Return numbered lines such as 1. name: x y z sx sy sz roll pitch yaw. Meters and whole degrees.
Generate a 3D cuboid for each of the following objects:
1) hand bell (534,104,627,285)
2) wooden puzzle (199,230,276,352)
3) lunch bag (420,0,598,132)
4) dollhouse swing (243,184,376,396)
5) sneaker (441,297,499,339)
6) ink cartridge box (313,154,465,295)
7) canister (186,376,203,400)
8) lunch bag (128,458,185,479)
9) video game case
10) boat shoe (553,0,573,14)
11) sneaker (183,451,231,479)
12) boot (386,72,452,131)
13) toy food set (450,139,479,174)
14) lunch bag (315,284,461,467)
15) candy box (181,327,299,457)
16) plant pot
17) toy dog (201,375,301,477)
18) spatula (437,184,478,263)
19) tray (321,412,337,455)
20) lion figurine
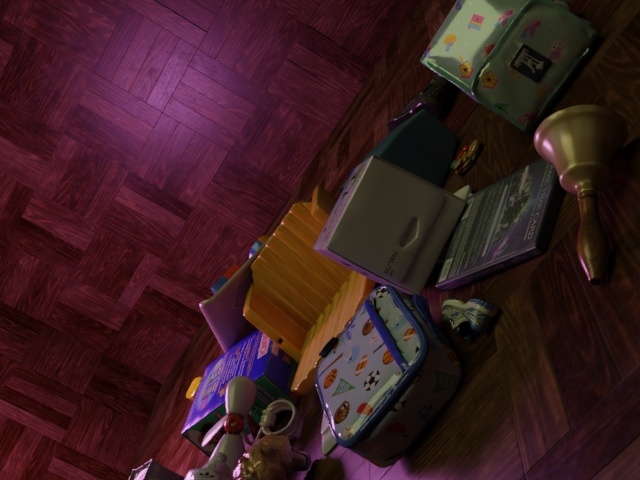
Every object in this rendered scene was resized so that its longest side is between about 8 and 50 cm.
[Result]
1. hand bell: 0.351 -0.049 1.089 0.126 0.126 0.242 -47 29 49
2. wooden puzzle: -0.165 0.124 2.225 0.348 0.080 0.322 -43 -31 -18
3. lunch bag: 0.351 -0.349 1.521 0.262 0.160 0.223 46 112 35
4. dollhouse swing: -0.043 0.118 1.878 0.346 0.315 0.305 -54 -8 25
5. sneaker: 0.221 0.124 1.288 0.058 0.052 0.135 -67 13 -15
6. ink cartridge box: 0.124 -0.025 1.608 0.198 0.197 0.270 -63 5 -3
7. canister: -0.285 0.450 2.328 0.073 0.170 0.126 -64 12 -18
8. lunch bag: -0.384 0.709 1.954 0.169 0.235 0.287 -39 23 47
9. video game case: 0.299 -0.030 1.366 0.274 0.026 0.196 -31 31 60
10. boat shoe: 0.418 -0.377 1.637 0.228 0.080 0.076 -58 -12 31
11. sneaker: -0.233 0.608 1.672 0.210 0.137 0.365 -61 -21 -58
12. boot: 0.297 -0.389 2.181 0.229 0.091 0.263 -59 14 -23
13. toy food set: 0.304 -0.173 1.733 0.082 0.020 0.083 -60 12 1
14. lunch bag: 0.105 0.206 1.364 0.243 0.115 0.303 -54 20 10
15. candy box: -0.184 0.362 2.107 0.317 0.122 0.268 -40 18 28
16. plant pot: 0.192 -0.168 1.866 0.234 0.165 0.166 -55 10 -17
17. toy dog: -0.188 0.493 1.865 0.333 0.220 0.161 -58 -23 -24
18. spatula: 0.273 -0.039 1.545 0.168 0.019 0.242 -63 12 -17
19. tray: 0.073 0.282 1.581 0.270 0.030 0.145 -53 14 31
20. lion figurine: -0.133 0.550 1.539 0.240 0.142 0.392 135 159 -74
